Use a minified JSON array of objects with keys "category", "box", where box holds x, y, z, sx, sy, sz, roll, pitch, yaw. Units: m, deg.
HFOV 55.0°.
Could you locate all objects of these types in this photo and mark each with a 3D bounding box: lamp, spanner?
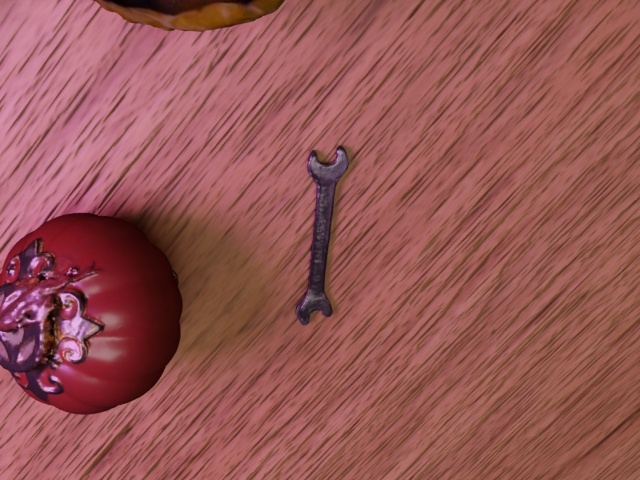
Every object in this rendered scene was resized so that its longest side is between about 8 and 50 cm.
[{"category":"lamp","box":[-0.265,0.081,0.686,0.227,0.227,0.227,-4,114,-9]},{"category":"spanner","box":[0.000,0.000,0.810,0.054,0.015,0.254,0,113,-13]}]

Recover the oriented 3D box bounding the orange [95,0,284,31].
[{"category":"orange","box":[-0.095,-0.367,0.521,0.271,0.210,0.368,16,110,6]}]
